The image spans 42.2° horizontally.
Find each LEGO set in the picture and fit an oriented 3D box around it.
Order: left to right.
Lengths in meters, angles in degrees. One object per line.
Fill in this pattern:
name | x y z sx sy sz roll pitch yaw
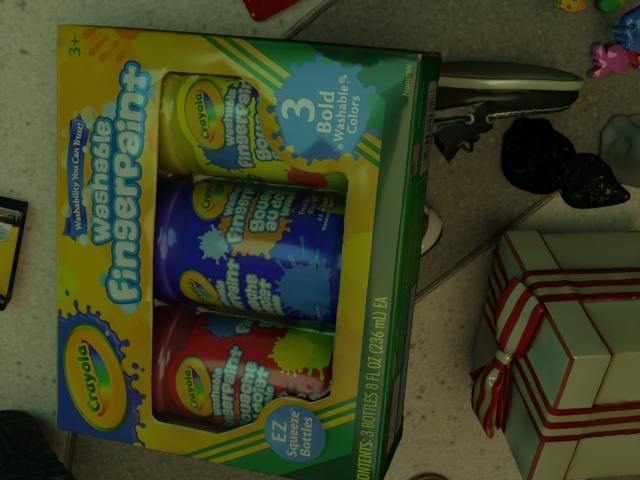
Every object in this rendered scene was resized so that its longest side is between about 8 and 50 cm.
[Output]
LEGO set | 0.318 -0.280 0.969 0.093 0.087 0.227 -29 109 3

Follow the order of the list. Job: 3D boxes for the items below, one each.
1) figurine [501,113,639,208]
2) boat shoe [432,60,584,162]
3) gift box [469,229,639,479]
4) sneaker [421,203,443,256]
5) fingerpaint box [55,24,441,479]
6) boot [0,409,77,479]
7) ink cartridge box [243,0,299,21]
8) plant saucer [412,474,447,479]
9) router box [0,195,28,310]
figurine | 0.349 -0.084 0.975 0.215 0.209 0.092 -3 109 -7
boat shoe | 0.132 -0.146 0.971 0.340 0.127 0.113 -3 110 -5
gift box | 0.321 0.134 1.034 0.258 0.276 0.255 -3 122 -10
sneaker | 0.000 0.000 1.027 0.281 0.106 0.162 -35 105 -5
fingerpaint box | -0.084 0.008 0.890 0.371 0.163 0.444 9 104 14
boot | -0.346 0.482 1.004 0.146 0.367 0.445 -7 108 -21
ink cartridge box | -0.016 -0.391 0.825 0.310 0.130 0.271 -25 111 19
plant saucer | 0.157 0.379 1.215 0.084 0.013 0.083 -2 109 -7
router box | -0.453 0.000 0.987 0.179 0.046 0.133 13 107 -11
